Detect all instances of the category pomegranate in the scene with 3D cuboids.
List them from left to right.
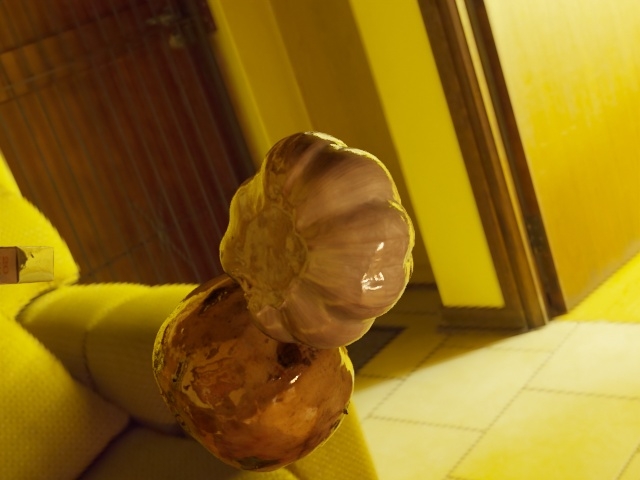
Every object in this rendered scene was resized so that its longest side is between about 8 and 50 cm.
[{"bbox_3d":[-0.092,0.174,1.273,0.281,0.281,0.281,-17,17,6],"label":"pomegranate"}]

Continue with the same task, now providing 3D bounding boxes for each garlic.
[{"bbox_3d":[0.003,0.001,0.967,0.228,0.228,0.152,-6,7,37],"label":"garlic"}]

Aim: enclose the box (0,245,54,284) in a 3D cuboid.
[{"bbox_3d":[-0.579,0.040,1.523,0.233,0.067,0.149,0,1,7],"label":"box"}]
